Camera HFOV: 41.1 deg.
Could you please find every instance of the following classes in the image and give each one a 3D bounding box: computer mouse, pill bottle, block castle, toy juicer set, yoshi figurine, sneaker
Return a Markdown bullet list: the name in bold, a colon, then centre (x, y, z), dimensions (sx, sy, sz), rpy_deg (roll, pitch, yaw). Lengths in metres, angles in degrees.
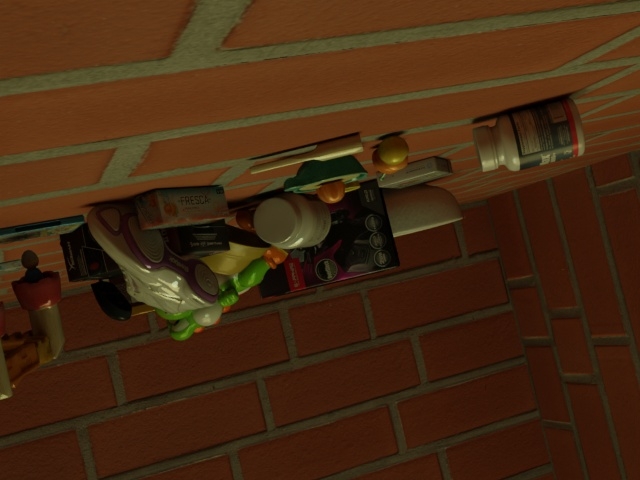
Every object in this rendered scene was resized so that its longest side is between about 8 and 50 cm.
- **computer mouse**: centre (-0.481, 0.087, 1.804), dimensions (0.041, 0.242, 0.071), rpy_deg (-51, 156, 14)
- **pill bottle**: centre (-0.067, -0.046, 1.965), dimensions (0.131, 0.131, 0.229), rpy_deg (-14, 177, 17)
- **block castle**: centre (-0.703, 0.156, 1.472), dimensions (0.454, 0.212, 0.303), rpy_deg (-7, -170, 9)
- **toy juicer set**: centre (0.047, -0.118, 1.472), dimensions (0.209, 0.089, 0.329), rpy_deg (-14, 177, 24)
- **yoshi figurine**: centre (-0.269, 0.090, 2.073), dimensions (0.362, 0.203, 0.203), rpy_deg (-45, -176, 8)
- **pill bottle**: centre (0.369, -0.182, 1.526), dimensions (0.180, 0.107, 0.108), rpy_deg (-13, 177, 8)
- **sneaker**: centre (-0.325, 0.052, 1.547), dimensions (0.152, 0.114, 0.305), rpy_deg (-22, 134, 26)

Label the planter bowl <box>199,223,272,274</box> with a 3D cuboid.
- **planter bowl**: centre (-0.226, 0.021, 1.931), dimensions (0.217, 0.090, 0.217), rpy_deg (18, -173, -2)

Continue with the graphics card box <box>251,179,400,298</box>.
- **graphics card box**: centre (0.000, 0.000, 2.194), dimensions (0.371, 0.232, 0.094), rpy_deg (-13, 177, 9)

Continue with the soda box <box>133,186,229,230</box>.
- **soda box**: centre (-0.245, -0.059, 1.526), dimensions (0.058, 0.062, 0.183), rpy_deg (-15, 177, 33)

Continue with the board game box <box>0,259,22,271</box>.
- **board game box**: centre (-0.773, 0.069, 2.065), dimensions (0.090, 0.020, 0.090), rpy_deg (-11, 177, -27)

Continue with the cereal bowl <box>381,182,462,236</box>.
- **cereal bowl**: centre (0.235, -0.088, 2.499), dimensions (0.339, 0.141, 0.339), rpy_deg (-13, 177, -1)

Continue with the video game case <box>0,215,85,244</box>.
- **video game case**: centre (-0.525, -0.016, 1.558), dimensions (0.166, 0.015, 0.119), rpy_deg (-12, 177, -29)

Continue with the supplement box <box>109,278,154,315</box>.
- **supplement box**: centre (-0.473, 0.095, 2.233), dimensions (0.129, 0.194, 0.191), rpy_deg (-13, 177, -5)

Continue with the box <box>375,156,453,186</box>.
- **box**: centre (0.228, -0.160, 2.045), dimensions (0.145, 0.038, 0.186), rpy_deg (-15, 176, 19)

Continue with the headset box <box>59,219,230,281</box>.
- **headset box**: centre (-0.340, -0.002, 1.739), dimensions (0.293, 0.110, 0.218), rpy_deg (-14, 176, 19)
